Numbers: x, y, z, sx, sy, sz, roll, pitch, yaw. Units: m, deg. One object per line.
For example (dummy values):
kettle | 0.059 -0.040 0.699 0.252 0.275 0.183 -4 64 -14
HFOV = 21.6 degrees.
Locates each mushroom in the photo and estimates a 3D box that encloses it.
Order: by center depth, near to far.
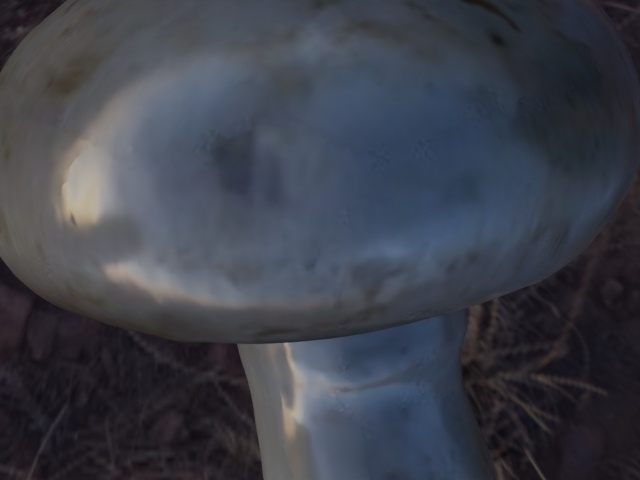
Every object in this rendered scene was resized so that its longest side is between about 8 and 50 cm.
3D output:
mushroom | 0.000 0.000 0.613 0.243 0.243 0.244 -1 101 -5
